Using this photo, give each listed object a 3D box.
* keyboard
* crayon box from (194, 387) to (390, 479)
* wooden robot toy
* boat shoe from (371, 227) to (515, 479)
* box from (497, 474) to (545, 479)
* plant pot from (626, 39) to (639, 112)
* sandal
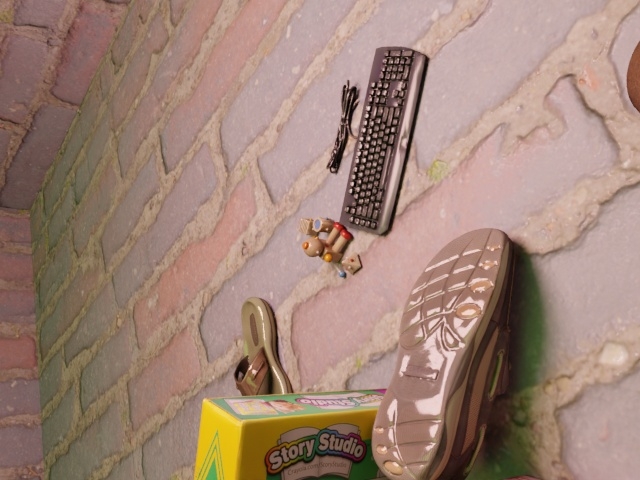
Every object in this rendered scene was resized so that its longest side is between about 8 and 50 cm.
[{"bbox_3d":[0.079,-0.180,1.089,0.201,0.033,0.317,18,97,51],"label":"keyboard"},{"bbox_3d":[0.009,0.365,0.816,0.106,0.362,0.313,3,86,52],"label":"crayon box"},{"bbox_3d":[0.000,0.000,1.118,0.173,0.079,0.076,49,122,43],"label":"wooden robot toy"},{"bbox_3d":[0.180,0.155,0.822,0.132,0.130,0.356,7,66,49],"label":"boat shoe"},{"bbox_3d":[0.298,0.357,0.633,0.299,0.142,0.154,-3,81,51],"label":"box"},{"bbox_3d":[0.403,-0.140,0.559,0.216,0.215,0.230,-69,26,16],"label":"plant pot"},{"bbox_3d":[-0.134,0.258,1.236,0.120,0.086,0.303,-41,54,40],"label":"sandal"}]
